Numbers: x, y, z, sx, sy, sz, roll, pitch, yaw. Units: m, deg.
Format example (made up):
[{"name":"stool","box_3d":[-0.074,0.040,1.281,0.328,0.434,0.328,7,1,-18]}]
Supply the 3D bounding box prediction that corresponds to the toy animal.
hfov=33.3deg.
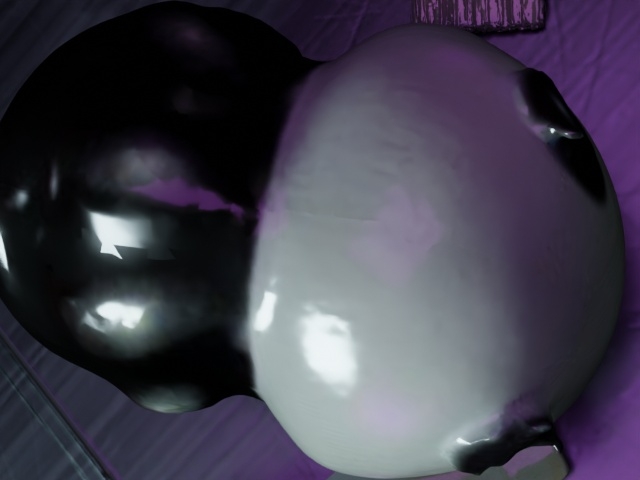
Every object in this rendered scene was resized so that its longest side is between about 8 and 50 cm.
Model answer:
[{"name":"toy animal","box_3d":[0.000,0.000,0.566,0.310,0.251,0.251,8,83,30]}]

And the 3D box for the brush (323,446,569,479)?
[{"name":"brush","box_3d":[-0.013,0.171,0.632,0.321,0.050,0.060,-26,68,14]}]

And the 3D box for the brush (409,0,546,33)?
[{"name":"brush","box_3d":[0.094,-0.283,0.673,0.090,0.017,0.314,-2,85,11]}]
